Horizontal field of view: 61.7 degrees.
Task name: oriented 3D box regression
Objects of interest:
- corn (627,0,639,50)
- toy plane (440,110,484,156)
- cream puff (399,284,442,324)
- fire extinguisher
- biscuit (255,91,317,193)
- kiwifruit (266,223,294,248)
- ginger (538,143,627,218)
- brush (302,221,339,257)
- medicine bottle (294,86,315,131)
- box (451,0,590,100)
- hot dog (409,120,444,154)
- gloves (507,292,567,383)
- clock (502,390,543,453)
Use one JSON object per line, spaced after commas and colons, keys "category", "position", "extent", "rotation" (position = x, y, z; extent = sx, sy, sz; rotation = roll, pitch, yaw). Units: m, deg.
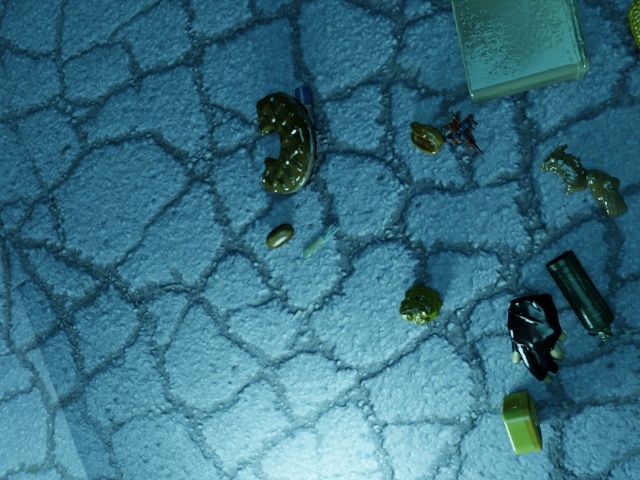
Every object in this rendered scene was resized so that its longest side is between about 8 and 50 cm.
{"category": "corn", "position": [1.016, -0.531, 1.542], "extent": [0.143, 0.144, 0.388], "rotation": [-21, 85, 19]}
{"category": "toy plane", "position": [0.483, -0.341, 1.774], "extent": [0.130, 0.061, 0.189], "rotation": [-42, 68, 17]}
{"category": "cream puff", "position": [0.341, 0.226, 1.853], "extent": [0.146, 0.116, 0.147], "rotation": [2, 95, 22]}
{"category": "fire extinguisher", "position": [0.832, 0.190, 1.694], "extent": [0.311, 0.095, 0.114], "rotation": [58, 144, 7]}
{"category": "biscuit", "position": [-0.122, -0.350, 1.919], "extent": [0.268, 0.115, 0.367], "rotation": [2, 102, 48]}
{"category": "kiwifruit", "position": [-0.153, -0.017, 2.019], "extent": [0.124, 0.075, 0.075], "rotation": [-33, 84, 23]}
{"category": "ginger", "position": [0.828, -0.178, 1.664], "extent": [0.290, 0.084, 0.122], "rotation": [39, 99, 11]}
{"category": "brush", "position": [0.000, 0.000, 1.995], "extent": [0.178, 0.030, 0.033], "rotation": [-43, 91, 17]}
{"category": "medicine bottle", "position": [-0.054, -0.439, 1.957], "extent": [0.059, 0.059, 0.231], "rotation": [-5, 93, 19]}
{"category": "box", "position": [0.609, -0.637, 1.653], "extent": [0.343, 0.177, 0.353], "rotation": [-11, 92, 21]}
{"category": "hot dog", "position": [0.356, -0.351, 1.823], "extent": [0.140, 0.060, 0.090], "rotation": [29, 127, 22]}
{"category": "gloves", "position": [0.695, 0.321, 1.735], "extent": [0.197, 0.152, 0.301], "rotation": [-17, 104, 46]}
{"category": "clock", "position": [0.652, 0.584, 1.729], "extent": [0.096, 0.202, 0.144], "rotation": [-17, 89, 21]}
